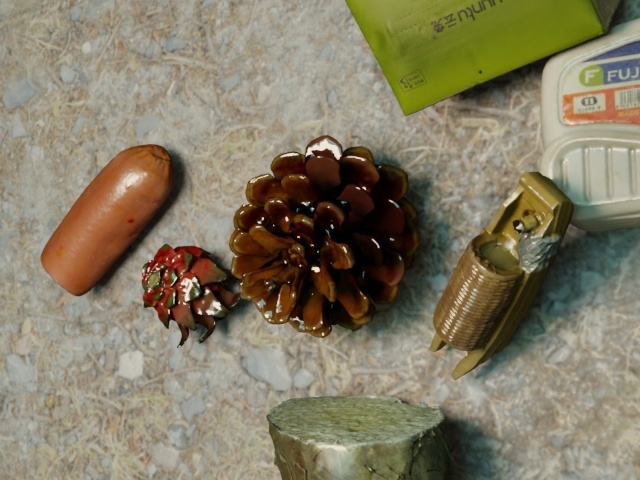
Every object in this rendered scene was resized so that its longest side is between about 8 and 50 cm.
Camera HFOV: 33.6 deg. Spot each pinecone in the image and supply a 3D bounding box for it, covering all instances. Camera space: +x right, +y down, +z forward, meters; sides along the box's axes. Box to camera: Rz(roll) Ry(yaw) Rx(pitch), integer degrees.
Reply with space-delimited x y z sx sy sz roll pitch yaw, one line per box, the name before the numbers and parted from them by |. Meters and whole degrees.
pinecone | 0.001 0.010 1.360 0.264 0.264 0.264 -4 81 29

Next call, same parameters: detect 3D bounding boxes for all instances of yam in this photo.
yam | 0.058 0.360 1.286 0.241 0.241 0.348 -10 84 28

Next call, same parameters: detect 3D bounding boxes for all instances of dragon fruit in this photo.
dragon fruit | -0.189 0.069 1.528 0.142 0.121 0.130 47 141 0

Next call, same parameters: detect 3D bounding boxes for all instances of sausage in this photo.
sausage | -0.319 -0.041 1.618 0.259 0.113 0.113 -49 64 15

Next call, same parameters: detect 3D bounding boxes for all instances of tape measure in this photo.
tape measure | 0.390 -0.124 1.226 0.258 0.130 0.265 -5 75 29

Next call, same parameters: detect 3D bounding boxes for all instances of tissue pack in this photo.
tissue pack | 0.193 -0.308 1.287 0.274 0.167 0.200 -19 109 34

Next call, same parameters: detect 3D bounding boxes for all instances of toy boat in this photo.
toy boat | 0.203 0.050 1.251 0.089 0.115 0.310 52 144 27
